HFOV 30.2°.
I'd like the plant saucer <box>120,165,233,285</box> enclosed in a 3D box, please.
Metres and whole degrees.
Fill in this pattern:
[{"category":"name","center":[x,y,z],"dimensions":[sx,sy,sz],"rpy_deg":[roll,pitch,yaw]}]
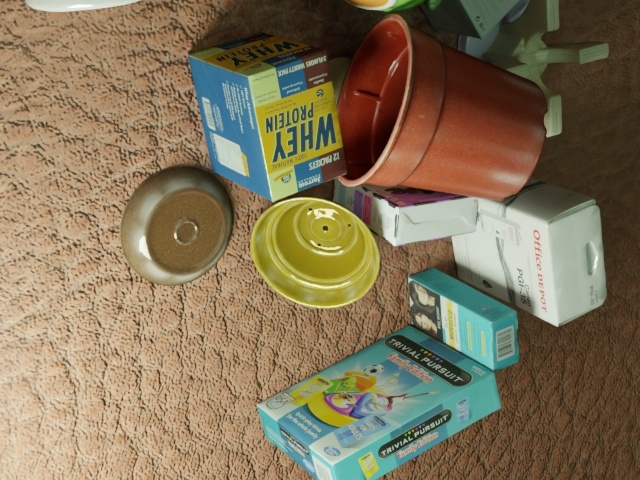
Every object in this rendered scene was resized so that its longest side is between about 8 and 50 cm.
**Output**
[{"category":"plant saucer","center":[-0.218,-0.018,1.874],"dimensions":[0.198,0.036,0.199],"rpy_deg":[-12,112,-30]}]

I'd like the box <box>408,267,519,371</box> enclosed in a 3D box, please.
[{"category":"box","center":[0.250,0.137,2.097],"dimensions":[0.060,0.244,0.101],"rpy_deg":[-18,115,-26]}]

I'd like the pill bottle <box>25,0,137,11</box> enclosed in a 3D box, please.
[{"category":"pill bottle","center":[-0.325,-0.475,1.563],"dimensions":[0.176,0.176,0.319],"rpy_deg":[-16,114,-28]}]

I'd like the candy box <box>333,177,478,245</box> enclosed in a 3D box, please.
[{"category":"candy box","center":[0.140,-0.065,1.987],"dimensions":[0.164,0.196,0.070],"rpy_deg":[-10,115,-30]}]

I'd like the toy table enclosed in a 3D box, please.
[{"category":"toy table","center":[0.357,-0.314,2.067],"dimensions":[0.252,0.161,0.274],"rpy_deg":[-29,118,-22]}]

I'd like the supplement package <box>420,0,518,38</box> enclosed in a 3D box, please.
[{"category":"supplement package","center":[0.277,-0.473,1.974],"dimensions":[0.244,0.139,0.134],"rpy_deg":[-47,125,-12]}]

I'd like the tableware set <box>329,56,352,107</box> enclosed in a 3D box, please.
[{"category":"tableware set","center":[0.022,-0.207,1.964],"dimensions":[0.128,0.039,0.194],"rpy_deg":[7,96,-22]}]

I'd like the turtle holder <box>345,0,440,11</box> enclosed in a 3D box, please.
[{"category":"turtle holder","center":[0.103,-0.499,1.751],"dimensions":[0.320,0.243,0.227],"rpy_deg":[-49,157,26]}]

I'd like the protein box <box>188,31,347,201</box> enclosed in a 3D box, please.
[{"category":"protein box","center":[-0.082,-0.192,1.799],"dimensions":[0.136,0.201,0.200],"rpy_deg":[-22,117,-25]}]

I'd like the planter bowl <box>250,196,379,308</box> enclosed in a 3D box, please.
[{"category":"planter bowl","center":[0.000,0.000,1.959],"dimensions":[0.090,0.217,0.217],"rpy_deg":[-66,143,-55]}]

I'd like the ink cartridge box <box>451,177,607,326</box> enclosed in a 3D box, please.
[{"category":"ink cartridge box","center":[0.359,0.001,2.098],"dimensions":[0.117,0.283,0.207],"rpy_deg":[-23,117,-25]}]

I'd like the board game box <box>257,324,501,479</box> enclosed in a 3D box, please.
[{"category":"board game box","center":[0.098,0.285,2.046],"dimensions":[0.336,0.254,0.079],"rpy_deg":[-26,118,-24]}]

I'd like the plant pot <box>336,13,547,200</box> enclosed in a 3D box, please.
[{"category":"plant pot","center":[0.194,-0.188,1.859],"dimensions":[0.265,0.272,0.272],"rpy_deg":[13,99,-21]}]
